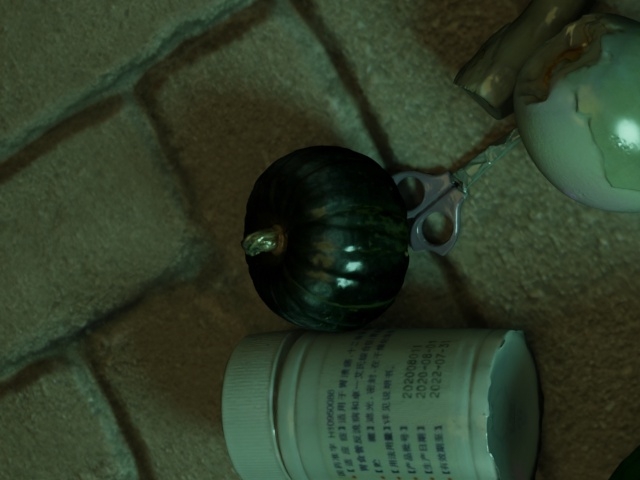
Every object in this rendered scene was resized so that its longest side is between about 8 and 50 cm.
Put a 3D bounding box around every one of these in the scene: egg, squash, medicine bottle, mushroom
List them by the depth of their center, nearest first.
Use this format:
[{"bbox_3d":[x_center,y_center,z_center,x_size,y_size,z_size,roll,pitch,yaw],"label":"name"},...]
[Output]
[{"bbox_3d":[0.302,-0.115,1.389,0.183,0.183,0.217,-35,114,27],"label":"egg"},{"bbox_3d":[0.235,-0.228,1.455,0.223,0.092,0.081,-50,58,17],"label":"mushroom"},{"bbox_3d":[0.005,-0.001,1.545,0.218,0.172,0.218,-12,70,35],"label":"squash"},{"bbox_3d":[0.066,0.193,1.557,0.332,0.190,0.190,-2,99,26],"label":"medicine bottle"}]

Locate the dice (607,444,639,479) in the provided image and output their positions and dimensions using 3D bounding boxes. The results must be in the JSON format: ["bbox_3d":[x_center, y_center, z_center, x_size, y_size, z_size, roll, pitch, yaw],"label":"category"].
[{"bbox_3d":[0.457,0.297,1.333,0.300,0.297,0.287,-33,87,26],"label":"dice"}]

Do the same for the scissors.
[{"bbox_3d":[0.163,-0.072,1.555,0.212,0.021,0.110,-40,84,28],"label":"scissors"}]
